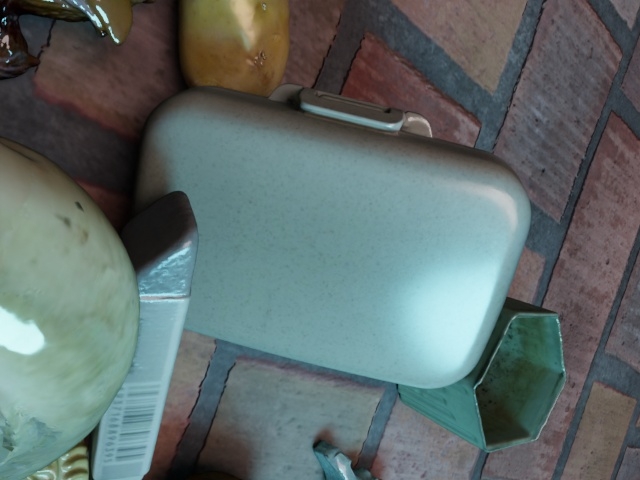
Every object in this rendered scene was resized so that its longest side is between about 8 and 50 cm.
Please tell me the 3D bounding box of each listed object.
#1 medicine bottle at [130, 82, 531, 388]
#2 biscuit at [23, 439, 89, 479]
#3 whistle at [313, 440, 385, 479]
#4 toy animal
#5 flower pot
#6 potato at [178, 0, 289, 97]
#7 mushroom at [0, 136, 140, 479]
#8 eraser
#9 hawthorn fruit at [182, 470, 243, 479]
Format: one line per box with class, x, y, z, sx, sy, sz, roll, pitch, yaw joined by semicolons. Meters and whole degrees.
medicine bottle;0.000;0.000;0.556;0.374;0.123;0.283;14;111;3
biscuit;-0.331;0.229;0.472;0.259;0.079;0.260;17;63;-37
whistle;0.066;0.390;0.843;0.122;0.122;0.223;-36;104;-25
toy animal;-0.227;-0.222;0.502;0.188;0.089;0.179;4;115;-38
flower pot;0.248;0.189;0.878;0.209;0.189;0.240;-30;116;-28
potato;-0.089;-0.223;0.582;0.118;0.109;0.178;-22;120;-56
mushroom;-0.258;0.087;0.341;0.315;0.315;0.356;-34;109;-26
eraser;-0.175;0.117;0.521;0.061;0.089;0.352;4;123;-26
hawthorn fruit;-0.135;0.408;0.625;0.210;0.210;0.263;38;75;-36
